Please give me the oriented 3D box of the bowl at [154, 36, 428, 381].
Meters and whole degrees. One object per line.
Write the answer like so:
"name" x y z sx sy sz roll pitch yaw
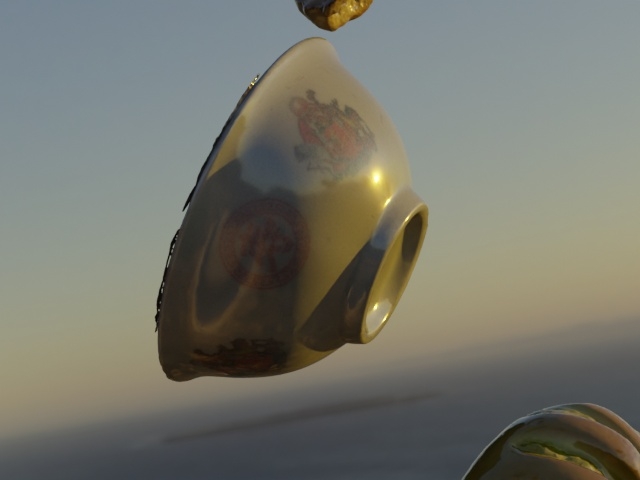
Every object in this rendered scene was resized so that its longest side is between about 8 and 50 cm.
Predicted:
"bowl" 0.000 0.000 1.631 0.157 0.345 0.345 24 5 14

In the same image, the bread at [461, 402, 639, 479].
"bread" 0.183 0.269 1.295 0.160 0.333 0.333 13 8 29

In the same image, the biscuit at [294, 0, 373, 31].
"biscuit" 0.039 -0.272 1.733 0.118 0.061 0.183 5 54 54
